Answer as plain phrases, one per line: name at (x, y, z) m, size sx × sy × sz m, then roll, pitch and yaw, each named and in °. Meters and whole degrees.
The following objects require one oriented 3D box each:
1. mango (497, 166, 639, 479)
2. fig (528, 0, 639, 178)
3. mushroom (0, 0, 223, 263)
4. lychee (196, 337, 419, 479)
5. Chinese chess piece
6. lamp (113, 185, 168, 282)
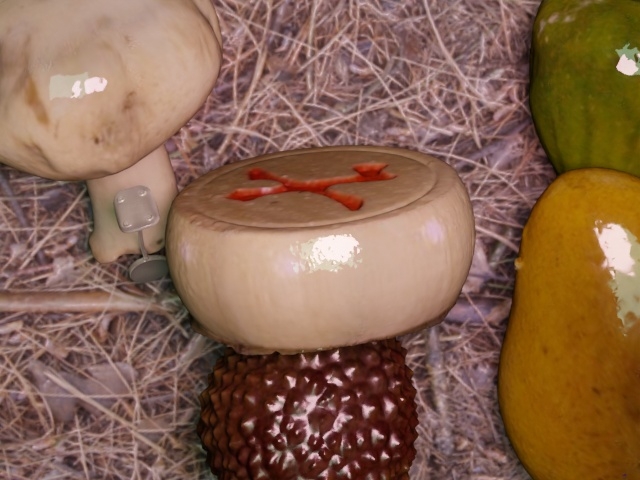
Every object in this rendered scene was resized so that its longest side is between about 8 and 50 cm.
mango at (0.342, 0.125, 1.303) m, size 0.301 × 0.220 × 0.445 m, roll -15°, pitch 103°, yaw 13°
fig at (0.357, -0.164, 1.351) m, size 0.233 × 0.233 × 0.314 m, roll -20°, pitch 136°, yaw -3°
mushroom at (-0.248, -0.147, 1.279) m, size 0.314 × 0.314 × 0.336 m, roll -10°, pitch 123°, yaw -3°
lychee at (-0.005, 0.193, 1.285) m, size 0.267 × 0.267 × 0.267 m, roll 0°, pitch 92°, yaw -4°
Chinese chess piece at (0.000, 0.000, 1.240) m, size 0.338 × 0.338 × 0.140 m, roll -9°, pitch 111°, yaw -3°
lamp at (-0.196, 0.010, 1.266) m, size 0.050 × 0.198 × 0.056 m, roll -17°, pitch 64°, yaw -10°
